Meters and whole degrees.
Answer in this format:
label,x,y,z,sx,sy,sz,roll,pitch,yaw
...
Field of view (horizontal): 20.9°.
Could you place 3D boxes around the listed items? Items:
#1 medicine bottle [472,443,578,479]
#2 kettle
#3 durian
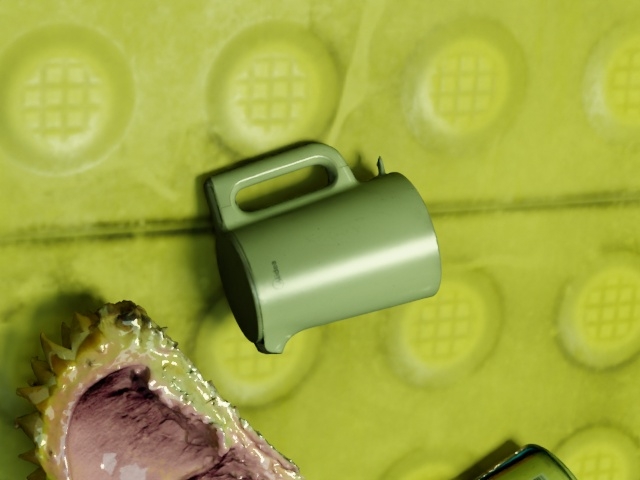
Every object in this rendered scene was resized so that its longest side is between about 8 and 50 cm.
label,x,y,z,sx,sy,sz,roll,pitch,yaw
medicine bottle,0.112,0.274,1.411,0.238,0.124,0.124,-28,117,-13
kettle,0.002,0.003,1.279,0.148,0.098,0.127,-16,119,-15
durian,-0.109,0.194,1.292,0.191,0.112,0.341,-42,111,4
